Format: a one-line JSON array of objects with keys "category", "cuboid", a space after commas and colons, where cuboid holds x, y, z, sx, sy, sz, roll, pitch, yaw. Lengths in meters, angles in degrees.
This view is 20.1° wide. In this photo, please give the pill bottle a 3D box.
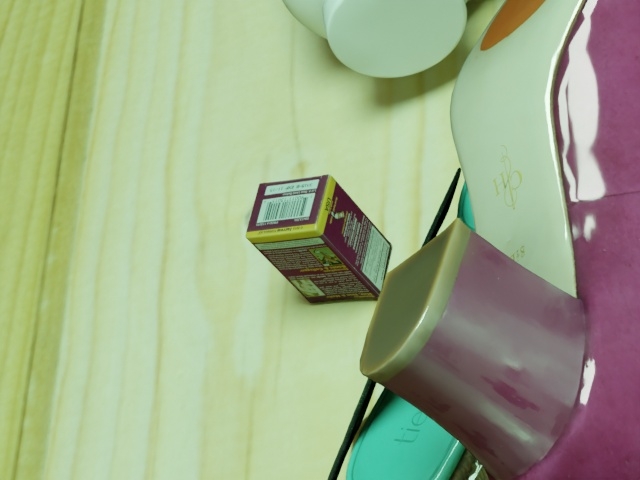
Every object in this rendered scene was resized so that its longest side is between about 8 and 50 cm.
[{"category": "pill bottle", "cuboid": [0.031, -0.234, 1.236, 0.146, 0.146, 0.264, -26, 47, 16]}]

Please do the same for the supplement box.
[{"category": "supplement box", "cuboid": [0.000, 0.000, 1.125, 0.055, 0.083, 0.043, -6, 54, 31]}]

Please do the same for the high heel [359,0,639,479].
[{"category": "high heel", "cuboid": [0.152, -0.022, 0.899, 0.127, 0.181, 0.377, -35, 23, 54]}]

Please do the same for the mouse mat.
[{"category": "mouse mat", "cuboid": [0.035, 0.062, 0.982, 0.152, 0.007, 0.189, -59, -9, -65]}]

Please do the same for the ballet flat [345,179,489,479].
[{"category": "ballet flat", "cuboid": [0.126, 0.033, 0.985, 0.116, 0.124, 0.342, 4, 60, 41]}]
